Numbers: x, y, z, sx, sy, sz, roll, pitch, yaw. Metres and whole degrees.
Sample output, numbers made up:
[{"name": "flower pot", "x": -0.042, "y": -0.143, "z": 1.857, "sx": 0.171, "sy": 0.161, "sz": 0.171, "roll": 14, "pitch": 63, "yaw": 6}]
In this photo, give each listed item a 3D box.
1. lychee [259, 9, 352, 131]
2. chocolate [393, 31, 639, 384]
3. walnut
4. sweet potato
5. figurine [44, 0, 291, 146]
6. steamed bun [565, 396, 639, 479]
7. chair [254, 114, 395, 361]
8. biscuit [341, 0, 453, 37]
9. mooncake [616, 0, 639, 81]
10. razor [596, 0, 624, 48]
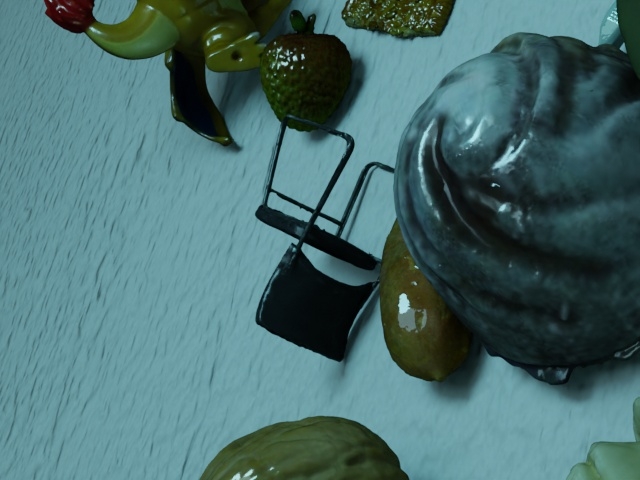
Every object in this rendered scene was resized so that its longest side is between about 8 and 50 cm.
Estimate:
[{"name": "lychee", "x": -0.019, "y": -0.204, "z": 1.752, "sx": 0.114, "sy": 0.114, "sz": 0.146, "roll": 9, "pitch": 98, "yaw": 55}, {"name": "chocolate", "x": 0.187, "y": -0.057, "z": 1.252, "sx": 0.303, "sy": 0.213, "sz": 0.303, "roll": -25, "pitch": 48, "yaw": 31}, {"name": "walnut", "x": -0.022, "y": 0.257, "z": 1.324, "sx": 0.213, "sy": 0.213, "sz": 0.213, "roll": -33, "pitch": 43, "yaw": 36}, {"name": "sweet potato", "x": 0.108, "y": 0.011, "z": 1.448, "sx": 0.097, "sy": 0.097, "sz": 0.292, "roll": -25, "pitch": 46, "yaw": 42}, {"name": "figurine", "x": -0.199, "y": -0.368, "z": 1.893, "sx": 0.268, "sy": 0.401, "sz": 0.387, "roll": -43, "pitch": 28, "yaw": 20}, {"name": "steamed bun", "x": 0.281, "y": 0.202, "z": 0.972, "sx": 0.289, "sy": 0.203, "sz": 0.276, "roll": -59, "pitch": 33, "yaw": 2}, {"name": "chair", "x": 0.000, "y": 0.000, "z": 1.563, "sx": 0.145, "sy": 0.140, "sz": 0.221, "roll": 24, "pitch": 89, "yaw": 57}, {"name": "biscuit", "x": 0.099, "y": -0.304, "z": 1.750, "sx": 0.206, "sy": 0.025, "sz": 0.126, "roll": 19, "pitch": 82, "yaw": 56}, {"name": "mooncake", "x": 0.404, "y": -0.208, "z": 1.117, "sx": 0.351, "sy": 0.187, "sz": 0.351, "roll": -32, "pitch": 41, "yaw": 33}, {"name": "razor", "x": 0.307, "y": -0.245, "z": 1.394, "sx": 0.278, "sy": 0.111, "sz": 0.056, "roll": -47, "pitch": 63, "yaw": 6}]
